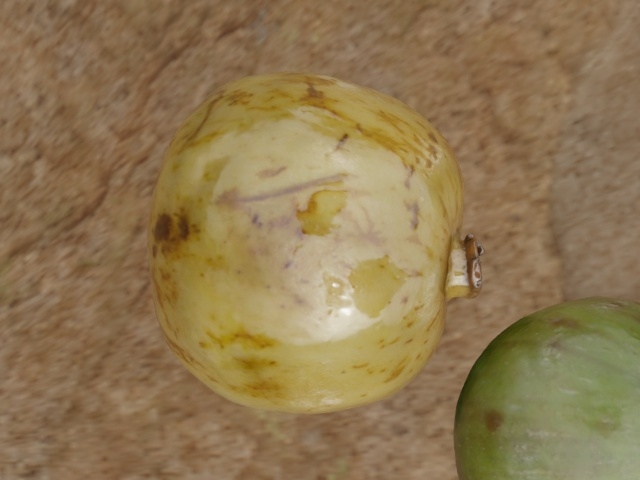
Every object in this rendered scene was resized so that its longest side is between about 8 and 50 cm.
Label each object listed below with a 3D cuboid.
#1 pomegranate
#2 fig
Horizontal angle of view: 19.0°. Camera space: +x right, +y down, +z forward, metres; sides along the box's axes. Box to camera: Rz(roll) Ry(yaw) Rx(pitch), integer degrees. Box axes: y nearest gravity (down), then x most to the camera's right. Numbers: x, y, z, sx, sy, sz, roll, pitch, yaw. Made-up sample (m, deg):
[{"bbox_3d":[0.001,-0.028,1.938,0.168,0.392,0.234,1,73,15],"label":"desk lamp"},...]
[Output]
[{"bbox_3d":[0.000,0.000,1.180,0.215,0.215,0.215,2,82,-17],"label":"pomegranate"},{"bbox_3d":[0.185,0.095,0.939,0.149,0.245,0.149,4,85,-50],"label":"fig"}]
